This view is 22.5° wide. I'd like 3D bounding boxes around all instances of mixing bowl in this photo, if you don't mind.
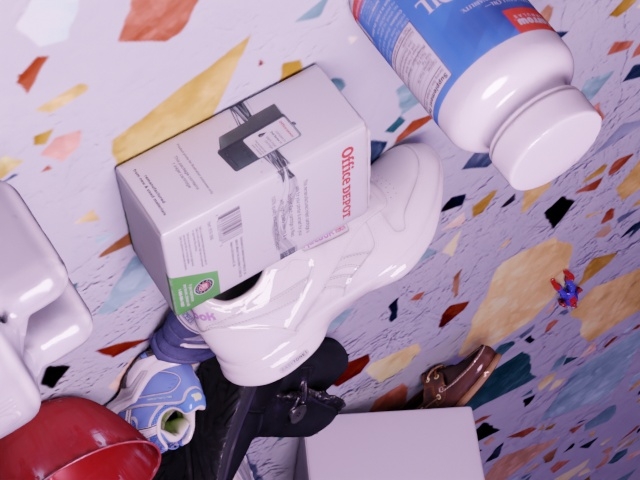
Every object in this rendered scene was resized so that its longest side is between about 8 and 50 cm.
[{"bbox_3d":[-0.262,0.223,1.630,0.181,0.098,0.181,-28,154,-15],"label":"mixing bowl"}]

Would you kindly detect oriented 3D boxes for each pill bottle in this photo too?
[{"bbox_3d":[0.131,-0.151,1.332,0.124,0.221,0.124,-29,154,-16],"label":"pill bottle"}]

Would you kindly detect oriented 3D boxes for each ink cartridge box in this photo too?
[{"bbox_3d":[-0.064,-0.044,1.430,0.208,0.087,0.153,-28,153,-15],"label":"ink cartridge box"}]

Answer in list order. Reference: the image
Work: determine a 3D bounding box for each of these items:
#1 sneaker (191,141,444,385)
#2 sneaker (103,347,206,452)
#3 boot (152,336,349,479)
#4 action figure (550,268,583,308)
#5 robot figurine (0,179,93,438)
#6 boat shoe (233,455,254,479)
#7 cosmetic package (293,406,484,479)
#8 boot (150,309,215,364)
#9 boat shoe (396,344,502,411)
[{"bbox_3d":[0.000,0.000,1.554,0.305,0.114,0.152,-45,127,-15],"label":"sneaker"},{"bbox_3d":[-0.187,0.198,1.705,0.080,0.081,0.211,-16,150,-40],"label":"sneaker"},{"bbox_3d":[-0.075,0.223,1.828,0.207,0.094,0.246,5,112,-53],"label":"boot"},{"bbox_3d":[0.343,0.073,2.225,0.038,0.030,0.115,-42,157,0],"label":"action figure"},{"bbox_3d":[-0.348,0.099,1.183,0.353,0.200,0.300,-32,145,-10],"label":"robot figurine"},{"bbox_3d":[-0.110,0.297,1.971,0.079,0.081,0.227,3,148,9],"label":"boat shoe"},{"bbox_3d":[0.084,0.331,2.126,0.224,0.138,0.224,-2,148,-8],"label":"cosmetic package"},{"bbox_3d":[-0.084,0.082,1.663,0.190,0.069,0.086,0,145,-40],"label":"boot"},{"bbox_3d":[0.163,0.207,2.172,0.207,0.073,0.073,-53,174,33],"label":"boat shoe"}]
